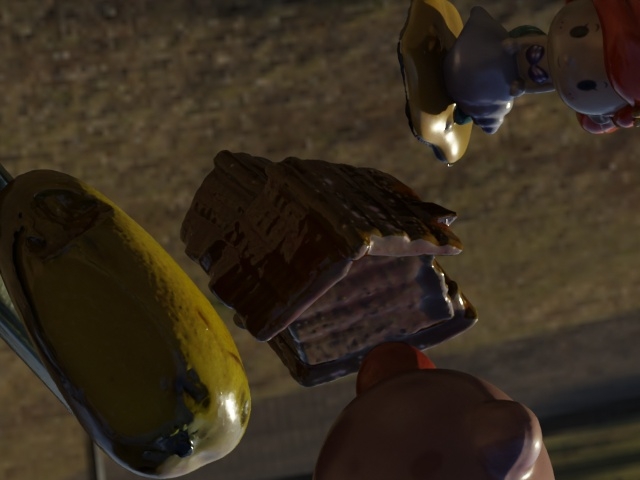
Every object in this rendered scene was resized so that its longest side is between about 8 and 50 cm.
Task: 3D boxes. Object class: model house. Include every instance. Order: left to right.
[{"bbox_3d":[0.000,0.001,1.539,0.219,0.199,0.229,-27,145,-7],"label":"model house"}]

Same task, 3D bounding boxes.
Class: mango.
[{"bbox_3d":[-0.153,0.058,1.296,0.130,0.262,0.167,-35,-179,-2],"label":"mango"}]

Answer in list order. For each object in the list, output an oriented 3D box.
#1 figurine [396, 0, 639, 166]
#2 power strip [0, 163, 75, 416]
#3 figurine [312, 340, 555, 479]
[{"bbox_3d":[0.223,-0.172,1.596,0.257,0.181,0.208,-3,156,28],"label":"figurine"},{"bbox_3d":[-0.224,0.059,1.452,0.066,0.092,0.387,17,153,41],"label":"power strip"},{"bbox_3d":[0.077,0.170,1.155,0.173,0.173,0.173,-8,167,-2],"label":"figurine"}]
